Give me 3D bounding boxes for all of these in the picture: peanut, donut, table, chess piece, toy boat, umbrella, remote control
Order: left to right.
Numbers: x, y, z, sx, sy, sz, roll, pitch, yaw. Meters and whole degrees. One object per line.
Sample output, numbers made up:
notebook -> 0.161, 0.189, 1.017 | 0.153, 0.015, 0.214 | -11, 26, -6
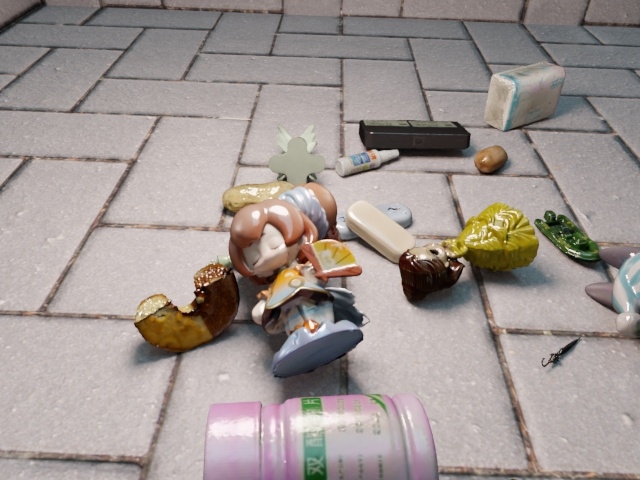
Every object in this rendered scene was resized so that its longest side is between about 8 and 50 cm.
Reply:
donut -> -0.271, 0.143, 1.145 | 0.217, 0.141, 0.085 | -26, 30, -15
chess piece -> -0.205, 0.045, 1.342 | 0.149, 0.059, 0.059 | -16, 41, -11
peanut -> -0.165, -0.120, 1.520 | 0.214, 0.099, 0.099 | 1, 38, -4
table -> -0.074, -0.270, 1.675 | 0.167, 0.166, 0.198 | -1, 30, -3
remote control -> 0.136, -0.056, 1.487 | 0.244, 0.047, 0.087 | -12, 38, -19
peanut -> 0.547, -0.263, 1.751 | 0.152, 0.076, 0.076 | -26, 46, -38
umbrella -> 0.508, 0.236, 1.156 | 0.149, 0.022, 0.022 | -15, 3, -33
toy boat -> 0.655, -0.007, 1.444 | 0.104, 0.052, 0.210 | -7, 38, -16

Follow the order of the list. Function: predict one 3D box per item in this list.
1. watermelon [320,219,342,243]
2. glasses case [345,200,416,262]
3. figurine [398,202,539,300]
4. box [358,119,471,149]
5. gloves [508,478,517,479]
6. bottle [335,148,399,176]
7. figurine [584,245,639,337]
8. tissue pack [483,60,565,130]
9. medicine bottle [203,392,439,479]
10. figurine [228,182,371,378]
watermelon -> 0.012, 0.021, 1.324 | 0.121, 0.158, 0.098 | 47, 51, 9
glasses case -> 0.152, -0.024, 1.403 | 0.196, 0.050, 0.083 | 40, 57, 17
figurine -> 0.325, 0.027, 1.290 | 0.315, 0.168, 0.187 | -16, 51, -24
box -> 0.309, -0.359, 1.846 | 0.350, 0.058, 0.211 | 0, 24, -2
gloves -> 0.220, 0.438, 0.729 | 0.313, 0.210, 0.135 | 0, 15, -4
bottle -> 0.152, -0.252, 1.732 | 0.217, 0.060, 0.060 | -16, 41, -24
figurine -> 0.726, 0.174, 1.152 | 0.361, 0.266, 0.378 | -48, 22, -15
tissue pack -> 0.740, -0.524, 1.996 | 0.271, 0.201, 0.124 | -20, 46, -24
medicine bottle -> -0.004, 0.345, 0.834 | 0.326, 0.212, 0.212 | 0, 38, -4
figurine -> -0.055, 0.063, 1.133 | 0.277, 0.248, 0.388 | -34, 63, 12
